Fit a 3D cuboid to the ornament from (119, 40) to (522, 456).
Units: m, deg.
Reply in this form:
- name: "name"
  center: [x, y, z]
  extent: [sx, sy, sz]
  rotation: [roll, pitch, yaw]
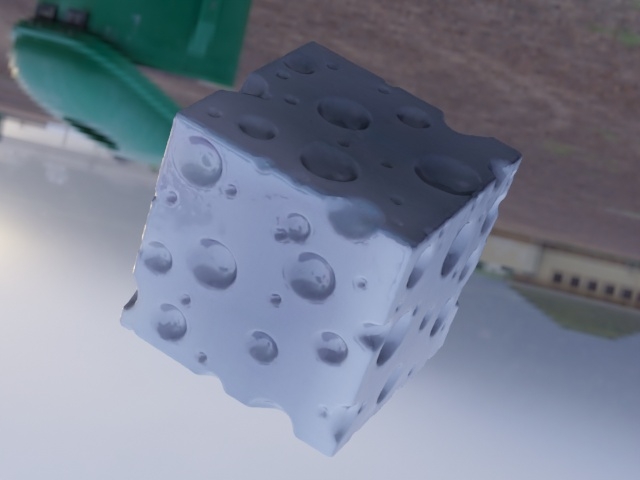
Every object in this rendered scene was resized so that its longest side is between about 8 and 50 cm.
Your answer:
- name: "ornament"
  center: [0.000, 0.000, 1.287]
  extent: [0.240, 0.240, 0.239]
  rotation: [30, -145, 16]
